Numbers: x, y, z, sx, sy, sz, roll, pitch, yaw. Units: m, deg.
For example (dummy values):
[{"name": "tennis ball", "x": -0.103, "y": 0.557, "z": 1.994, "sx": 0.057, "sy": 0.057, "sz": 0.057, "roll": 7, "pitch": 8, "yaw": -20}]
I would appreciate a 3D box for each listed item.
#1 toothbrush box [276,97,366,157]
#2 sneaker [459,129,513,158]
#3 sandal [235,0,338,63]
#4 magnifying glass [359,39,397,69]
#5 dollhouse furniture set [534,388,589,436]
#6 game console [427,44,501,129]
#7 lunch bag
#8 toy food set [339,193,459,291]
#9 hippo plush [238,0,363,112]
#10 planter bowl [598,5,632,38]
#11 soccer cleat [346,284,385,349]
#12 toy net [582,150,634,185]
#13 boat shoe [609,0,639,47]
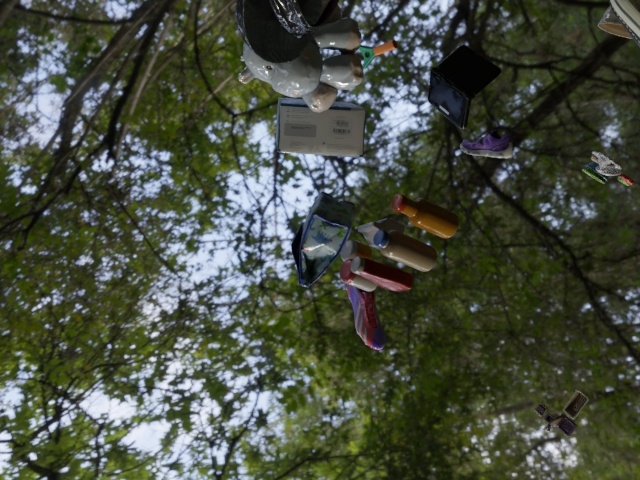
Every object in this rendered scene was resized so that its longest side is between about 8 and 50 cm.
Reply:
[{"name": "toothbrush box", "x": -0.007, "y": -0.303, "z": 1.664, "sx": 0.295, "sy": 0.216, "sz": 0.126, "roll": -104, "pitch": 18, "yaw": -75}, {"name": "sneaker", "x": 0.432, "y": -0.250, "z": 1.624, "sx": 0.068, "sy": 0.170, "sz": 0.071, "roll": -1, "pitch": -79, "yaw": -32}, {"name": "sandal", "x": -0.029, "y": -0.422, "z": 0.941, "sx": 0.167, "sy": 0.446, "sz": 0.107, "roll": -27, "pitch": -113, "yaw": -25}, {"name": "magnifying glass", "x": 0.167, "y": -0.631, "z": 2.127, "sx": 0.026, "sy": 0.231, "sz": 0.092, "roll": -33, "pitch": -71, "yaw": -38}, {"name": "dollhouse furniture set", "x": 0.529, "y": 0.373, "z": 1.406, "sx": 0.081, "sy": 0.114, "sz": 0.091, "roll": 0, "pitch": -147, "yaw": -43}, {"name": "game console", "x": 0.262, "y": -0.283, "z": 1.162, "sx": 0.071, "sy": 0.107, "sz": 0.122, "roll": -18, "pitch": -136, "yaw": -18}, {"name": "lunch bag", "x": 0.000, "y": 0.000, "z": 1.216, "sx": 0.096, "sy": 0.151, "sz": 0.129, "roll": 21, "pitch": -154, "yaw": 0}, {"name": "toy food set", "x": 0.084, "y": 0.010, "z": 0.941, "sx": 0.104, "sy": 0.232, "sz": 0.111, "roll": 22, "pitch": -112, "yaw": -30}, {"name": "hippo plush", "x": -0.055, "y": -0.423, "z": 1.360, "sx": 0.294, "sy": 0.234, "sz": 0.236, "roll": 36, "pitch": -160, "yaw": 9}, {"name": "planter bowl", "x": 0.927, "y": -0.673, "z": 1.874, "sx": 0.162, "sy": 0.162, "sz": 0.109, "roll": 4, "pitch": -71, "yaw": -48}, {"name": "soccer cleat", "x": 0.144, "y": 0.213, "z": 1.939, "sx": 0.083, "sy": 0.095, "sz": 0.248, "roll": -4, "pitch": -122, "yaw": -23}, {"name": "toy net", "x": 0.713, "y": -0.166, "z": 1.562, "sx": 0.122, "sy": 0.045, "sz": 0.232, "roll": 40, "pitch": -165, "yaw": 18}, {"name": "boat shoe", "x": 0.776, "y": -0.383, "z": 1.345, "sx": 0.500, "sy": 0.156, "sz": 0.187, "roll": 32, "pitch": -110, "yaw": -17}]
